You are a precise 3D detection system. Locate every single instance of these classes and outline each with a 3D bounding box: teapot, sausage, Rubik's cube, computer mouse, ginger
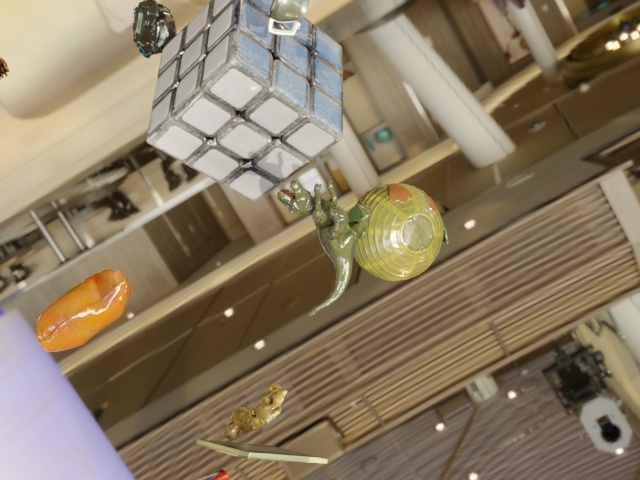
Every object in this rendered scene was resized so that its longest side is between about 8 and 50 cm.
[{"bbox_3d":[-0.054,-0.379,1.220,0.066,0.057,0.088,-115,-133,-72],"label":"teapot"},{"bbox_3d":[-0.385,0.114,1.212,0.179,0.089,0.089,-35,-172,0],"label":"sausage"},{"bbox_3d":[-0.154,-0.318,1.572,0.303,0.305,0.301,-33,-139,37],"label":"Rubik's cube"},{"bbox_3d":[-0.414,-0.533,1.860,0.077,0.147,0.241,2,-157,-34],"label":"computer mouse"},{"bbox_3d":[-0.171,0.451,1.925,0.193,0.052,0.176,-54,-160,-13],"label":"ginger"}]

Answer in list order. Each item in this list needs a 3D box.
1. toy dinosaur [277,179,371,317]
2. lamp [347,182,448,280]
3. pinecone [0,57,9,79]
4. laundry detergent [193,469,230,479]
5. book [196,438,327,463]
[{"bbox_3d":[0.000,0.000,1.190,0.087,0.187,0.179,-9,138,-42],"label":"toy dinosaur"},{"bbox_3d":[0.178,-0.020,1.872,0.250,0.250,0.284,-34,-168,-20],"label":"lamp"},{"bbox_3d":[-0.927,-0.485,2.092,0.083,0.077,0.077,-46,-167,-15],"label":"pinecone"},{"bbox_3d":[-0.307,0.605,1.792,0.165,0.049,0.097,-10,169,-33],"label":"laundry detergent"},{"bbox_3d":[-0.158,0.548,1.915,0.228,0.018,0.322,14,165,-29],"label":"book"}]
